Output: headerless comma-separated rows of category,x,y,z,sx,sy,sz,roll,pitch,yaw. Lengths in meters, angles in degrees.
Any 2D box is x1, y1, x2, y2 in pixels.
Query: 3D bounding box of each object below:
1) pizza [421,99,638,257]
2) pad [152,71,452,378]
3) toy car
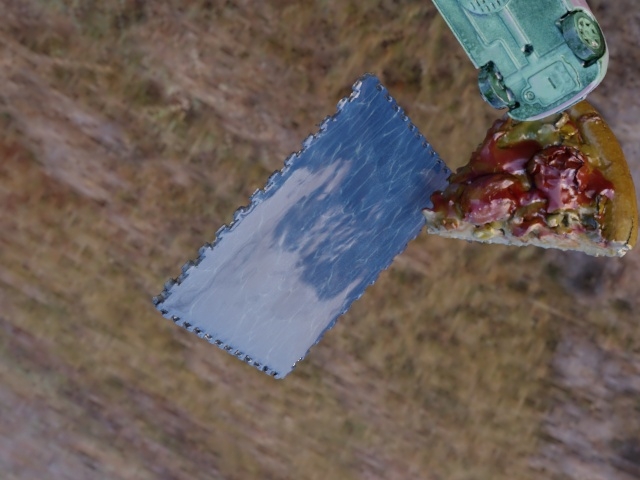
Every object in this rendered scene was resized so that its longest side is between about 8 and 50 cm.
pizza,0.187,-0.048,1.164,0.201,0.193,0.053,59,179,23
pad,0.000,0.000,1.144,0.012,0.269,0.269,44,-176,30
toy car,0.123,-0.194,0.902,0.090,0.076,0.224,-29,95,39
